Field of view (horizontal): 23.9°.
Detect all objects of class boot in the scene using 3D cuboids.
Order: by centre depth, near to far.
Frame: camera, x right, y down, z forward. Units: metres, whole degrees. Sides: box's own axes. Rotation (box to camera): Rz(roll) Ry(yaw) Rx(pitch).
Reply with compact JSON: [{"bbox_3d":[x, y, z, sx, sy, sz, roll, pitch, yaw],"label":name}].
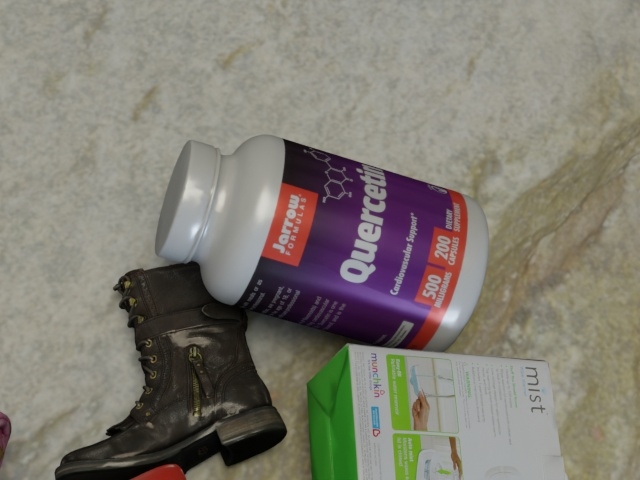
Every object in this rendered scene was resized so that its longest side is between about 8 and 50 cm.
[{"bbox_3d":[-0.173,0.136,1.581,0.262,0.091,0.229,-14,63,-17],"label":"boot"}]

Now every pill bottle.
[{"bbox_3d":[0.000,0.000,1.572,0.322,0.181,0.182,16,64,-14],"label":"pill bottle"}]

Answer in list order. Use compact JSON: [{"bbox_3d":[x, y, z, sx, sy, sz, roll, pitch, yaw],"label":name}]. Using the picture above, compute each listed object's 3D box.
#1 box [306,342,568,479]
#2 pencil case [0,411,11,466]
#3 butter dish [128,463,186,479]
[{"bbox_3d":[0.119,0.250,1.508,0.231,0.127,0.262,6,64,-22],"label":"box"},{"bbox_3d":[-0.497,0.151,1.486,0.386,0.167,0.160,31,98,7],"label":"pencil case"},{"bbox_3d":[-0.198,0.314,1.473,0.159,0.118,0.160,-22,98,-35],"label":"butter dish"}]
